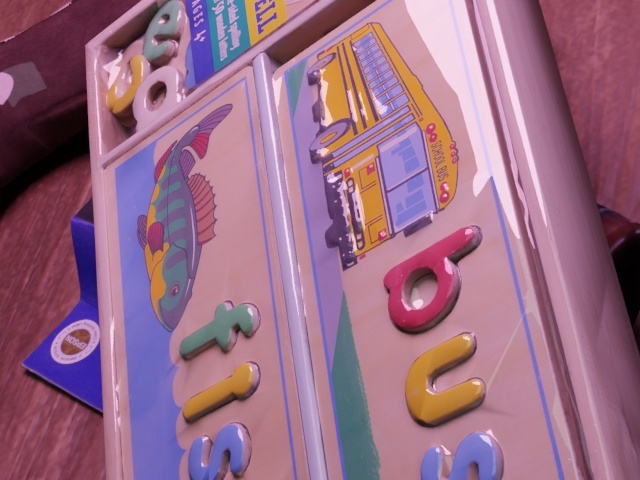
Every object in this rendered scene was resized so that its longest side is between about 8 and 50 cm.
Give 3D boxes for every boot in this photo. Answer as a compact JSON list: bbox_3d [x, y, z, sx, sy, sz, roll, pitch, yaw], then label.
[{"bbox_3d":[-0.162,-0.123,1.038,0.206,0.090,0.248,-7,37,39],"label":"boot"}]

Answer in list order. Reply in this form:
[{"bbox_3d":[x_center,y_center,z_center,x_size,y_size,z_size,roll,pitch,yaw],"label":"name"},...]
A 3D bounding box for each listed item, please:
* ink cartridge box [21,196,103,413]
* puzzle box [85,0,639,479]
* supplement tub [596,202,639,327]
[{"bbox_3d":[-0.029,-0.042,0.925,0.175,0.069,0.371,21,64,40],"label":"ink cartridge box"},{"bbox_3d":[0.000,0.000,0.696,0.272,0.052,0.409,-31,51,29],"label":"puzzle box"},{"bbox_3d":[0.067,0.001,0.766,0.198,0.106,0.106,28,65,29],"label":"supplement tub"}]
